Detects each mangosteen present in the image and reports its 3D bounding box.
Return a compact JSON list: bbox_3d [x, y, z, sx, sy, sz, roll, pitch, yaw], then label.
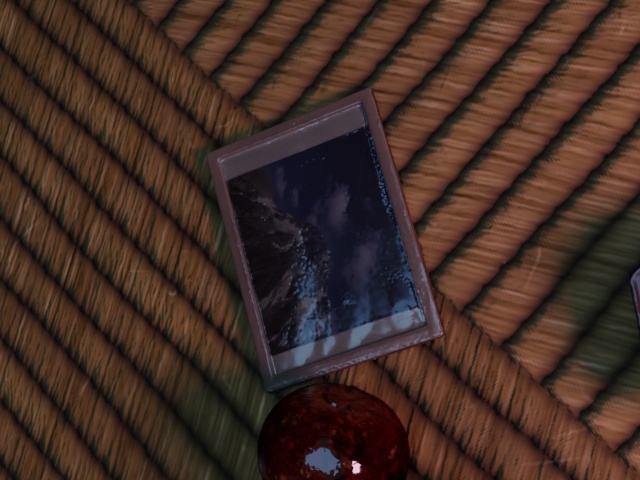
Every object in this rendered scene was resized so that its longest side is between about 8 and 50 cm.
[{"bbox_3d":[0.016,0.228,1.076,0.146,0.156,0.181,-9,108,-5],"label":"mangosteen"}]

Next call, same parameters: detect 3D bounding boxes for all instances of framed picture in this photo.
[{"bbox_3d":[0.000,0.000,1.173,0.209,0.019,0.281,-22,74,17],"label":"framed picture"}]

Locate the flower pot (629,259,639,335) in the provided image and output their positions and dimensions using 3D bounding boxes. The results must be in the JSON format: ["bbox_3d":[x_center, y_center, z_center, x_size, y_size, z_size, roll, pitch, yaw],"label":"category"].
[{"bbox_3d":[0.408,0.064,0.963,0.251,0.084,0.178,-13,77,21],"label":"flower pot"}]
